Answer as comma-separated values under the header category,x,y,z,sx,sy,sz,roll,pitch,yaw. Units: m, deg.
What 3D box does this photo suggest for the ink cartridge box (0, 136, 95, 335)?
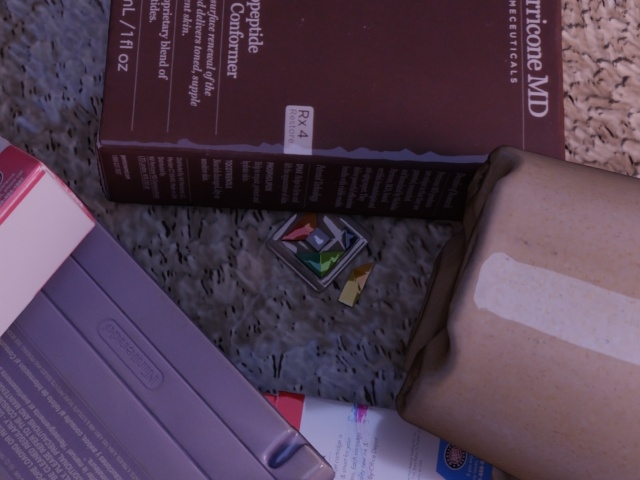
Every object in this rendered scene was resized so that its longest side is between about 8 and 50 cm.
category,x,y,z,sx,sy,sz,roll,pitch,yaw
ink cartridge box,-0.311,-0.018,1.120,0.218,0.092,0.158,29,74,37

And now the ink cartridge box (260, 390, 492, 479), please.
category,x,y,z,sx,sy,sz,roll,pitch,yaw
ink cartridge box,0.018,0.203,1.145,0.231,0.078,0.134,10,75,-1

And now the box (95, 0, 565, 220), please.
category,x,y,z,sx,sy,sz,roll,pitch,yaw
box,0.008,-0.129,1.186,0.381,0.143,0.191,3,71,-5

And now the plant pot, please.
category,x,y,z,sx,sy,sz,roll,pitch,yaw
plant pot,0.234,0.081,1.050,0.306,0.334,0.333,21,77,0

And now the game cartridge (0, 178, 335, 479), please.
category,x,y,z,sx,sy,sz,roll,pitch,yaw
game cartridge,-0.187,0.138,1.111,0.230,0.068,0.355,-45,67,-1

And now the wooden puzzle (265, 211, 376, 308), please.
category,x,y,z,sx,sy,sz,roll,pitch,yaw
wooden puzzle,0.000,0.000,1.224,0.116,0.014,0.078,35,77,5
